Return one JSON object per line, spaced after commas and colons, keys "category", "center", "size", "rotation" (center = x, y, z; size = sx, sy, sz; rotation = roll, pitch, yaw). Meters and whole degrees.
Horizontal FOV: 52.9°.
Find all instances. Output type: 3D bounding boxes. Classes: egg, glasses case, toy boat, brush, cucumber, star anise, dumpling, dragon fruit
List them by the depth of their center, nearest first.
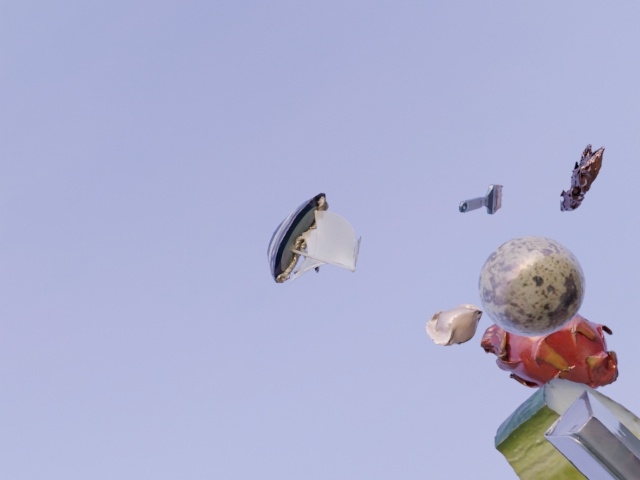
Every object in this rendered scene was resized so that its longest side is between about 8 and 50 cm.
{"category": "glasses case", "center": [0.302, 0.246, 0.519], "size": [0.056, 0.266, 0.105], "rotation": [-49, -15, 14]}
{"category": "cucumber", "center": [0.295, 0.250, 0.695], "size": [0.191, 0.191, 0.130], "rotation": [26, -63, -30]}
{"category": "egg", "center": [0.278, 0.064, 0.861], "size": [0.132, 0.132, 0.172], "rotation": [-28, -17, -8]}
{"category": "brush", "center": [0.263, -0.063, 1.050], "size": [0.164, 0.014, 0.051], "rotation": [-14, -73, -53]}
{"category": "toy boat", "center": [-0.021, 0.021, 1.358], "size": [0.070, 0.291, 0.210], "rotation": [33, -79, -35]}
{"category": "star anise", "center": [0.570, -0.141, 1.395], "size": [0.157, 0.054, 0.212], "rotation": [-63, -20, 1]}
{"category": "dragon fruit", "center": [0.577, 0.264, 1.625], "size": [0.250, 0.315, 0.250], "rotation": [-8, -76, -37]}
{"category": "dumpling", "center": [0.385, 0.243, 1.873], "size": [0.188, 0.127, 0.108], "rotation": [-34, -64, -21]}
